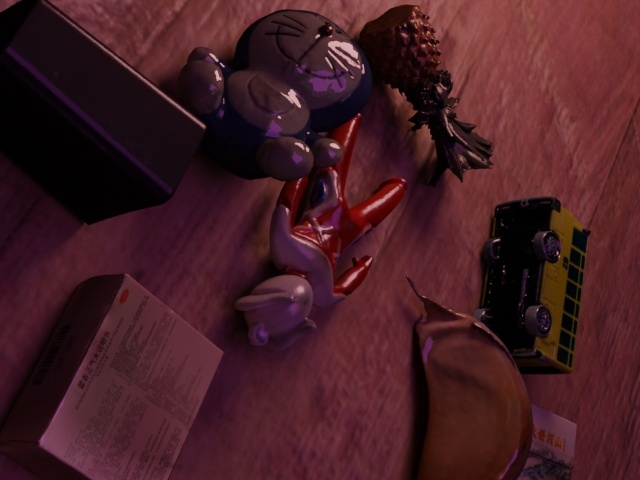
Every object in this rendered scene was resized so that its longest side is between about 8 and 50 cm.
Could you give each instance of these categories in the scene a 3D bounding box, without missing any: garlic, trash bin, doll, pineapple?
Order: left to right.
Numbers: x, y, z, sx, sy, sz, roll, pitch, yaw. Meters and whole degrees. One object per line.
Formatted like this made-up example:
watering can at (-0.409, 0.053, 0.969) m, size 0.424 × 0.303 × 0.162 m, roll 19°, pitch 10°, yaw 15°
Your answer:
trash bin at (-0.264, -0.133, 1.201) m, size 0.225 × 0.165 × 0.115 m, roll 41°, pitch 57°, yaw -31°
doll at (-0.045, -0.186, 1.432) m, size 0.228 × 0.154 × 0.258 m, roll 36°, pitch 63°, yaw 8°
doll at (0.000, 0.000, 1.508) m, size 0.188 × 0.099 × 0.384 m, roll 55°, pitch 43°, yaw -23°
pineapple at (0.158, -0.211, 1.694) m, size 0.277 × 0.119 × 0.130 m, roll 60°, pitch 3°, yaw -22°
garlic at (0.215, 0.225, 1.662) m, size 0.196 × 0.151 × 0.339 m, roll 9°, pitch 75°, yaw -32°

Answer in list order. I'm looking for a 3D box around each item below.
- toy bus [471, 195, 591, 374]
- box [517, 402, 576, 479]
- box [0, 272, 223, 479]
toy bus at (0.338, 0.075, 1.816) m, size 0.150 × 0.128 × 0.262 m, roll 29°, pitch 65°, yaw -40°
box at (0.317, 0.390, 1.781) m, size 0.164 × 0.069 × 0.257 m, roll 27°, pitch 65°, yaw -40°
box at (-0.224, 0.168, 1.238) m, size 0.168 × 0.095 × 0.212 m, roll 45°, pitch 53°, yaw -33°
